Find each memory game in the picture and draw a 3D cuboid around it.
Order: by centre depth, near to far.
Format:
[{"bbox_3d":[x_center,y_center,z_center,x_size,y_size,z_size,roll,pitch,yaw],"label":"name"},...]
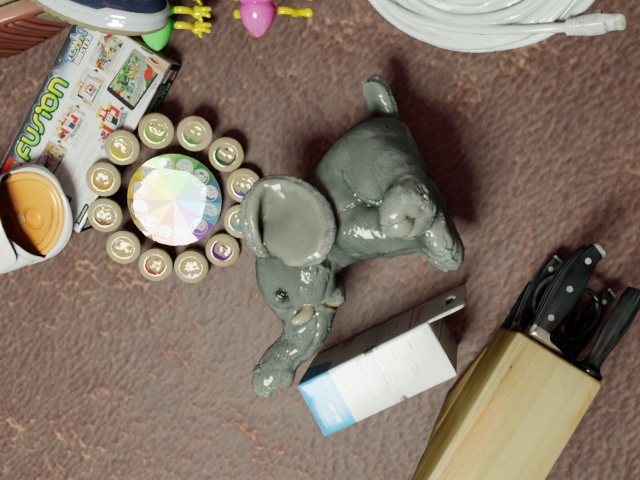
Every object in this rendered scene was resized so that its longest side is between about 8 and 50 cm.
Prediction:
[{"bbox_3d":[-0.154,-0.042,0.881,0.186,0.012,0.186,-1,106,-2],"label":"memory game"}]

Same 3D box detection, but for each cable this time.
[{"bbox_3d":[0.138,-0.290,0.726,0.257,0.089,0.257,-4,118,34],"label":"cable"}]

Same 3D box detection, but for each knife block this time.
[{"bbox_3d":[0.187,0.139,0.760,0.088,0.276,0.242,32,132,4],"label":"knife block"}]

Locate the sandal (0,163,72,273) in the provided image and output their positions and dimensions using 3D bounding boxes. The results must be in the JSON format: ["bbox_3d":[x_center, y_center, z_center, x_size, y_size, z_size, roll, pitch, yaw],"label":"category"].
[{"bbox_3d":[-0.378,0.004,0.894,0.265,0.076,0.102,-19,103,23],"label":"sandal"}]

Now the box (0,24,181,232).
[{"bbox_3d":[-0.247,-0.125,0.892,0.114,0.036,0.207,33,103,4],"label":"box"}]

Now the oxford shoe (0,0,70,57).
[{"bbox_3d":[-0.409,-0.241,0.854,0.348,0.123,0.130,-7,93,14],"label":"oxford shoe"}]

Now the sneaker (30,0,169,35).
[{"bbox_3d":[-0.239,-0.308,0.751,0.282,0.099,0.153,36,128,14],"label":"sneaker"}]

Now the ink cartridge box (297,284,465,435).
[{"bbox_3d":[0.076,0.116,0.838,0.180,0.104,0.060,-28,93,13],"label":"ink cartridge box"}]

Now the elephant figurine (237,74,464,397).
[{"bbox_3d":[0.000,0.000,0.805,0.239,0.186,0.169,-25,128,13],"label":"elephant figurine"}]

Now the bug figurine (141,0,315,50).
[{"bbox_3d":[-0.115,-0.295,0.797,0.278,0.072,0.216,0,106,23],"label":"bug figurine"}]
